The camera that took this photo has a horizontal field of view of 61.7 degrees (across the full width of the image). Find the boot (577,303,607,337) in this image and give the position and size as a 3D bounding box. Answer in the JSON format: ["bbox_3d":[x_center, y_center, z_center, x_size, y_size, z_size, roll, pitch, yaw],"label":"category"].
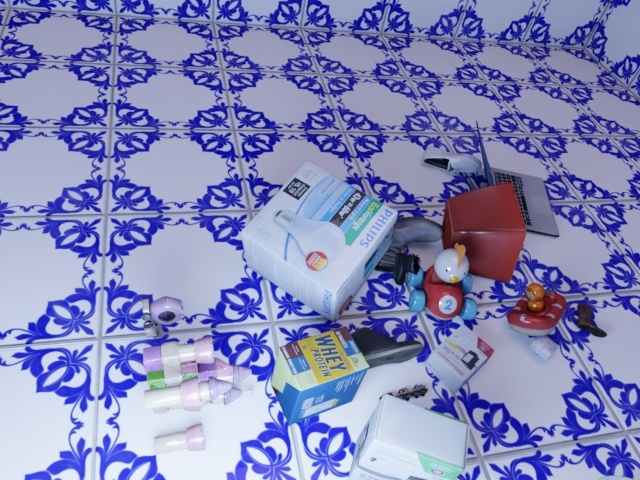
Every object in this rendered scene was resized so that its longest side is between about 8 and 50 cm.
[{"bbox_3d":[0.957,0.279,1.889,0.106,0.037,0.114,25,41,8],"label":"boot"}]

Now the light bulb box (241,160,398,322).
[{"bbox_3d":[0.000,0.000,1.728,0.360,0.225,0.358,31,64,16],"label":"light bulb box"}]

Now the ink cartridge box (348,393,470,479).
[{"bbox_3d":[0.204,0.515,1.292,0.210,0.289,0.122,18,48,3],"label":"ink cartridge box"}]

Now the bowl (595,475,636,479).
[{"bbox_3d":[0.730,0.743,1.295,0.289,0.156,0.290,7,45,-7],"label":"bowl"}]

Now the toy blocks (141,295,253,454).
[{"bbox_3d":[-0.301,0.326,1.353,0.259,0.289,0.309,-6,46,-15],"label":"toy blocks"}]

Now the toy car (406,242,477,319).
[{"bbox_3d":[0.423,0.120,1.762,0.218,0.238,0.211,9,45,-5],"label":"toy car"}]

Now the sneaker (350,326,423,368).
[{"bbox_3d":[0.199,0.310,1.631,0.221,0.083,0.118,-6,48,-18],"label":"sneaker"}]

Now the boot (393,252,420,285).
[{"bbox_3d":[0.293,0.098,1.801,0.045,0.121,0.099,0,6,-30],"label":"boot"}]

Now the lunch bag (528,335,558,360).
[{"bbox_3d":[0.723,0.350,1.747,0.071,0.053,0.083,42,41,22],"label":"lunch bag"}]

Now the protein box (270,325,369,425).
[{"bbox_3d":[-0.007,0.365,1.444,0.201,0.200,0.136,-13,51,-25],"label":"protein box"}]

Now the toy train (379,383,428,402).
[{"bbox_3d":[0.241,0.446,1.552,0.158,0.027,0.036,-8,39,-20],"label":"toy train"}]

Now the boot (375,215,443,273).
[{"bbox_3d":[0.279,0.025,1.928,0.337,0.118,0.223,5,52,0],"label":"boot"}]

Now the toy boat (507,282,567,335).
[{"bbox_3d":[0.717,0.211,1.785,0.150,0.151,0.231,8,33,42],"label":"toy boat"}]

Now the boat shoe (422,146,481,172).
[{"bbox_3d":[0.574,-0.334,2.354,0.257,0.095,0.084,13,48,13],"label":"boat shoe"}]

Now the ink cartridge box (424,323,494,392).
[{"bbox_3d":[0.427,0.360,1.647,0.175,0.072,0.127,-30,60,-36],"label":"ink cartridge box"}]

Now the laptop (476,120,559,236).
[{"bbox_3d":[0.815,-0.259,2.229,0.407,0.237,0.382,12,46,-3],"label":"laptop"}]

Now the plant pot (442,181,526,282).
[{"bbox_3d":[0.573,-0.031,1.948,0.235,0.268,0.267,1,45,3],"label":"plant pot"}]
